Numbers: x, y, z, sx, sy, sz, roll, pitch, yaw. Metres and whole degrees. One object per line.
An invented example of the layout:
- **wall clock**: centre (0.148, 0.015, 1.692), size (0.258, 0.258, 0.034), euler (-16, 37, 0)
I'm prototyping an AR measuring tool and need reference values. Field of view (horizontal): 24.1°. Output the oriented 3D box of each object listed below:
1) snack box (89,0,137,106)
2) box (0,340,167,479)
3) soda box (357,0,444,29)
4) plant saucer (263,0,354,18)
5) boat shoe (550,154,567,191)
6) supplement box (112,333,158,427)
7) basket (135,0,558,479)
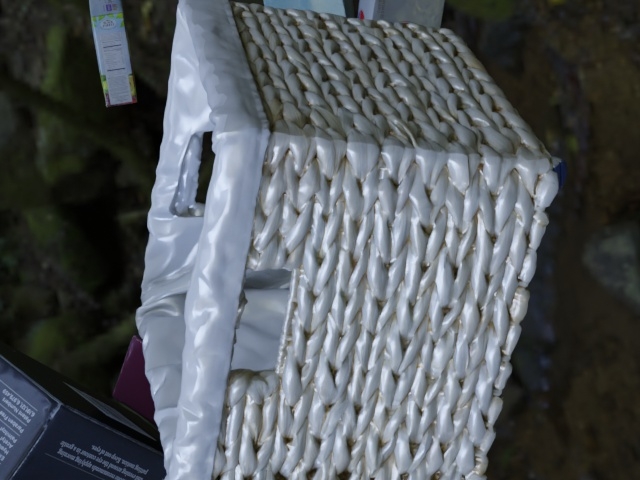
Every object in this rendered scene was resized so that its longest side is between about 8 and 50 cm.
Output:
- **snack box**: centre (-0.226, -0.213, 1.625), size (0.141, 0.037, 0.100), euler (-115, 18, -67)
- **box**: centre (-0.294, 0.289, 1.428), size (0.179, 0.312, 0.343), euler (30, 173, 34)
- **soda box**: centre (0.072, -0.178, 1.514), size (0.069, 0.073, 0.216), euler (-105, 19, -56)
- **plant saucer**: centre (-0.007, -0.269, 1.662), size (0.195, 0.037, 0.195), euler (47, 148, 41)
- **boat shoe**: centre (0.220, -0.044, 1.803), size (0.066, 0.183, 0.066), euler (26, 141, 35)
- **supplement box**: centre (-0.115, 0.135, 1.585), size (0.104, 0.188, 0.081), euler (32, 117, 23)
- **basket**: centre (0.000, 0.000, 1.250), size (0.331, 0.266, 0.328), euler (-114, 30, -61)
